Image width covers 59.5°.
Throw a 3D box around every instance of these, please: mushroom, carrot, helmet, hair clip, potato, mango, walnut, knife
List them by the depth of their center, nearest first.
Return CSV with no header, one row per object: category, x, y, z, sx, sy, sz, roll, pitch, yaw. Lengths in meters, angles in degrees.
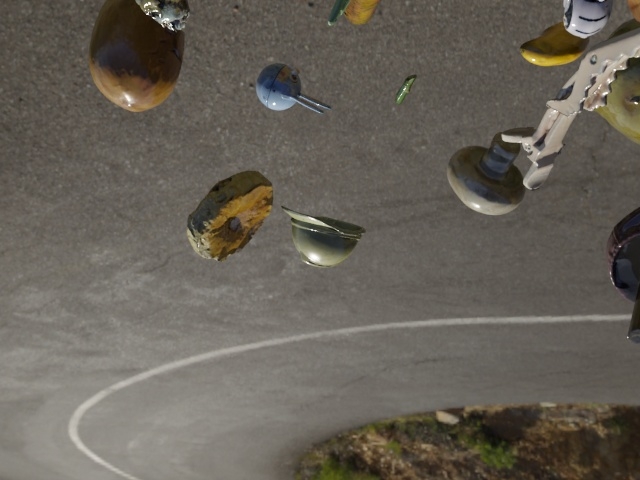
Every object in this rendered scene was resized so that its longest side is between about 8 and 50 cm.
hair clip,0.235,-0.134,0.518,0.034,0.072,0.226,-18,158,-17
knife,0.090,-0.524,1.048,0.019,0.293,0.043,27,176,31
potato,0.649,-0.286,1.078,0.202,0.351,0.218,-14,139,-9
mango,0.515,-0.424,1.209,0.190,0.098,0.075,-28,146,-29
walnut,-0.400,-0.437,1.240,0.202,0.298,0.203,7,180,0
helmet,-0.004,0.003,1.547,0.257,0.137,0.204,12,-174,-38
carrot,0.125,-0.706,1.584,0.114,0.114,0.302,7,-179,-5
mushroom,0.502,-0.204,1.632,0.243,0.244,0.244,3,148,2

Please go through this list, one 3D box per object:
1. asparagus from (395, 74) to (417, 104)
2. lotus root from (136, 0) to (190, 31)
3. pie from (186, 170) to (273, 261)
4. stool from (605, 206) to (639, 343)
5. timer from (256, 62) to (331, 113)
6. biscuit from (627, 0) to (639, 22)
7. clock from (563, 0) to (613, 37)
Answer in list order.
asparagus,0.187,-0.335,1.228,0.021,0.025,0.108,20,158,-5
lotus root,-0.123,-0.263,0.464,0.088,0.165,0.088,12,-168,-3
pie,-0.269,-0.073,1.732,0.083,0.339,0.340,37,155,22
stool,0.662,0.066,0.996,0.271,0.179,0.272,11,133,12
timer,-0.097,-0.526,1.925,0.255,0.175,0.175,6,149,15
biscuit,0.314,-0.261,0.497,0.031,0.229,0.176,-11,128,13
clock,0.493,-0.447,1.009,0.079,0.117,0.176,3,134,10
